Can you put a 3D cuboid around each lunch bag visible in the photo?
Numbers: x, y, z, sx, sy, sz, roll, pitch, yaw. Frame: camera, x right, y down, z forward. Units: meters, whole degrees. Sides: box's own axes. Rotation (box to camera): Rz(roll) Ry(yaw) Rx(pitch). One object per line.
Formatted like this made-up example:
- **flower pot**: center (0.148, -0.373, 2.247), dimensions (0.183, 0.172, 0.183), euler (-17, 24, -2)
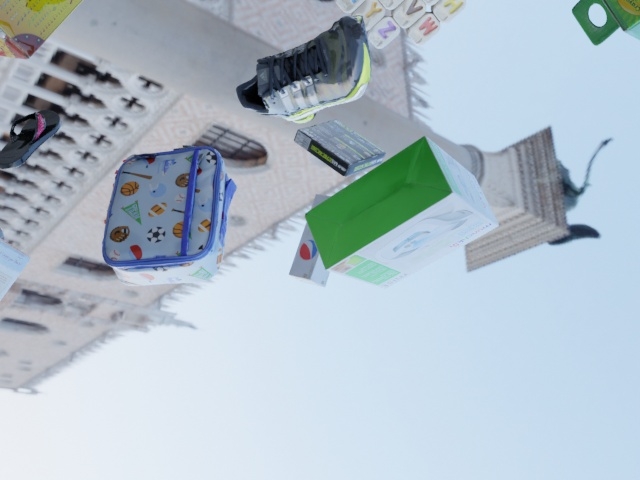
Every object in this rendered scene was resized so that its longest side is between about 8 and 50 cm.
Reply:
- **lunch bag**: center (-0.296, -0.058, 1.338), dimensions (0.243, 0.115, 0.303), euler (-6, -124, 8)

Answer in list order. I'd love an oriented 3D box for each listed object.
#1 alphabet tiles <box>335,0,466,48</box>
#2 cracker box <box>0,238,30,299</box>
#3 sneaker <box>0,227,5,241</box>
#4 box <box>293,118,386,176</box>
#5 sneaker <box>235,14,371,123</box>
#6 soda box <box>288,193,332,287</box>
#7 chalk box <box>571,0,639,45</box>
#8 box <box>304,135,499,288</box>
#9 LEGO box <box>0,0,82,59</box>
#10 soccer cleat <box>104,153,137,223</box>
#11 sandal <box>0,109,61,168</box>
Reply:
- **alphabet tiles**: center (0.179, -0.542, 1.387), dimensions (0.278, 0.284, 0.021), euler (-39, -143, 17)
- **cracker box**: center (-0.730, 0.086, 1.354), dimensions (0.067, 0.155, 0.232), euler (18, -109, 47)
- **sneaker**: center (-0.804, 0.029, 1.658), dimensions (0.065, 0.061, 0.158), euler (47, -41, 25)
- **box**: center (0.054, -0.256, 1.823), dimensions (0.190, 0.184, 0.045), euler (37, -56, 21)
- **sneaker**: center (-0.027, -0.244, 0.999), dimensions (0.300, 0.121, 0.111), euler (-22, -102, 59)
- **soda box**: center (0.000, 0.000, 1.634), dimensions (0.073, 0.069, 0.216), euler (11, -102, 38)
- **chalk box**: center (0.559, -0.455, 1.120), dimensions (0.289, 0.179, 0.180), euler (-37, -108, 35)
- **box**: center (0.148, -0.039, 1.206), dimensions (0.262, 0.231, 0.127), euler (-32, -118, 22)
- **LEGO box**: center (-0.677, -0.681, 1.578), dimensions (0.372, 0.193, 0.500), euler (18, -113, 40)
- **soccer cleat**: center (-0.445, -0.109, 1.559), dimensions (0.068, 0.076, 0.196), euler (31, -73, 30)
- **sandal**: center (-0.484, -0.180, 1.105), dimensions (0.067, 0.040, 0.179), euler (-6, -144, 9)
